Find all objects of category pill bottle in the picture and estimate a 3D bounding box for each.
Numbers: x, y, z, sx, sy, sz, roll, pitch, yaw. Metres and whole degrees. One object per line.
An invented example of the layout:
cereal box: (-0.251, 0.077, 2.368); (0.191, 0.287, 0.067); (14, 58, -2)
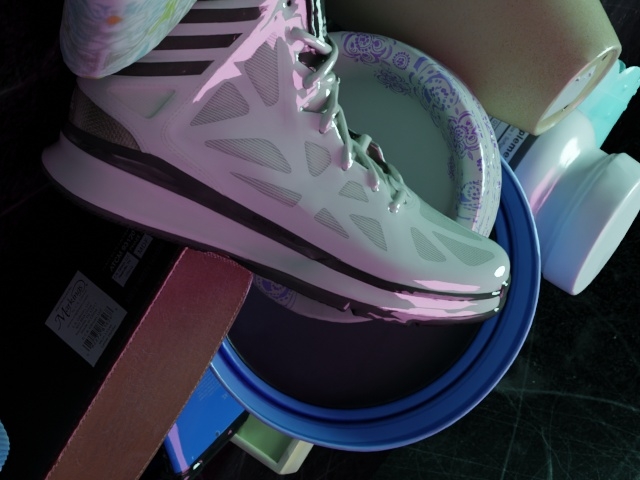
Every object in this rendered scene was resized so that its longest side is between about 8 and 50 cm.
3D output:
pill bottle: (0.192, -0.101, 2.186); (0.210, 0.363, 0.210); (-51, 164, -21)

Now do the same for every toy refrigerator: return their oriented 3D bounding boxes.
toy refrigerator: (-0.017, 0.189, 2.608); (0.270, 0.102, 0.094); (-58, 164, 4)

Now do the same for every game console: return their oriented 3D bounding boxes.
game console: (-0.155, 0.165, 2.289); (0.293, 0.173, 0.250); (-44, 129, -40)

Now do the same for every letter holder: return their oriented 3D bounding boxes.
letter holder: (-0.188, 0.119, 1.753); (0.214, 0.152, 0.302); (25, 98, -54)

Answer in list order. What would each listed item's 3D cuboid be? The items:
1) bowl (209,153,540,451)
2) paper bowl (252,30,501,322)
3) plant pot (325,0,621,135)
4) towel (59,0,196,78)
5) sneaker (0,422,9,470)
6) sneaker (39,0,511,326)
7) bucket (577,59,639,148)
bowl: (0.044, 0.032, 2.024); (0.391, 0.391, 0.077); (-58, -166, 3)
paper bowl: (0.041, -0.062, 1.860); (0.284, 0.284, 0.148); (-60, 167, 9)
plant pot: (0.168, -0.245, 1.913); (0.256, 0.274, 0.256); (-41, 167, -11)
towel: (-0.063, -0.310, 1.401); (0.374, 0.090, 0.320); (-53, 177, -17)
sneaker: (-0.333, 0.111, 1.552); (0.087, 0.092, 0.229); (-40, 138, -41)
sneaker: (0.007, -0.095, 1.617); (0.258, 0.447, 0.169); (-66, -159, 14)
bucket: (0.264, -0.199, 2.400); (0.183, 0.281, 0.281); (-62, 164, 7)
